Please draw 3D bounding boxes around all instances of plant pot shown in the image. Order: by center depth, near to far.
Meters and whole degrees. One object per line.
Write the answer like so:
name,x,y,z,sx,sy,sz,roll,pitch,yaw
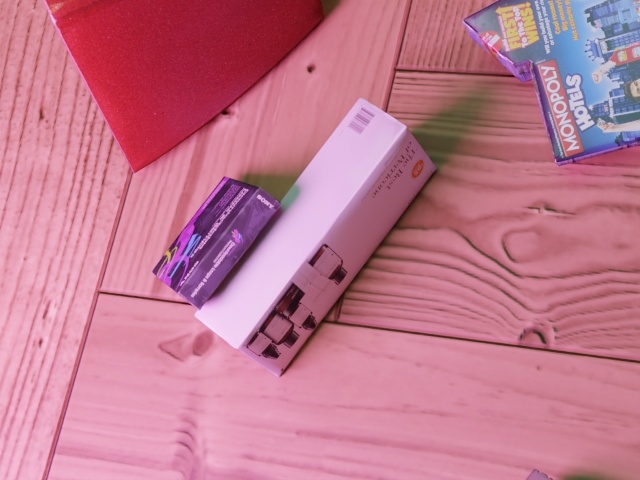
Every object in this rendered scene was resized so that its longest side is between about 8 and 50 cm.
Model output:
plant pot,-0.146,-0.271,1.400,0.236,0.267,0.267,-24,62,-4

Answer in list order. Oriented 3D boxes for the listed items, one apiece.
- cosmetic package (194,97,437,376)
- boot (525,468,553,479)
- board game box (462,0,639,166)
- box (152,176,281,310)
cosmetic package,0.000,0.000,1.310,0.060,0.099,0.239,35,86,27
boot,0.162,0.301,1.138,0.208,0.076,0.190,-50,46,-10
board game box,0.230,-0.163,1.291,0.194,0.060,0.194,-14,76,13
box,-0.096,-0.001,1.328,0.116,0.029,0.162,-53,16,-5
